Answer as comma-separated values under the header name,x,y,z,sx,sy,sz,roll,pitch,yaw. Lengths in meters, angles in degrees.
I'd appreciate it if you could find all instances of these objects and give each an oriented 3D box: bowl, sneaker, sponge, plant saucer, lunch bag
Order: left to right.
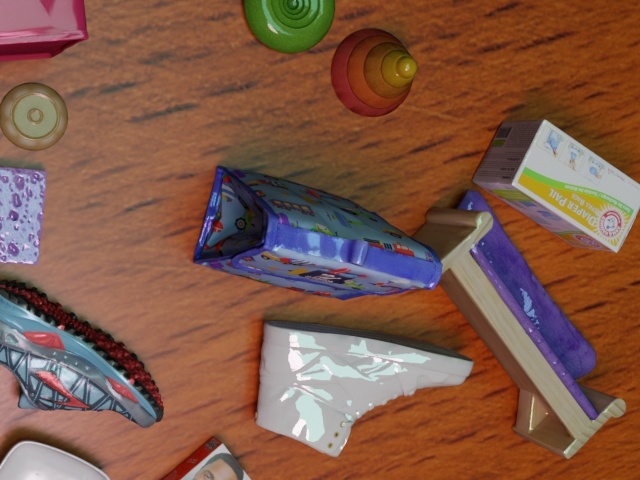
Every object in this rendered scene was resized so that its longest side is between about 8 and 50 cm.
name,x,y,z,sx,sy,sz,roll,pitch,yaw
sponge,-0.436,-0.035,1.360,0.210,0.031,0.117,5,92,-21
plant saucer,-0.349,-0.151,1.395,0.083,0.015,0.083,-2,94,-21
bowl,-0.345,0.321,1.409,0.142,0.053,0.142,30,84,-21
sneaker,-0.314,0.161,1.402,0.262,0.104,0.125,38,98,-15
lunch bag,0.000,0.000,1.392,0.221,0.293,0.138,15,88,-21
sneaker,0.054,0.208,1.536,0.293,0.108,0.169,8,92,-12

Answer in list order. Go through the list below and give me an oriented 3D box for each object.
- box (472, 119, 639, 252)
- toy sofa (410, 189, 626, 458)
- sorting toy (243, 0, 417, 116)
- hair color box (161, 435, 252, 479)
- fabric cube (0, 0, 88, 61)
name,x,y,z,sx,sy,sz,roll,pitch,yaw
box,0.339,-0.076,1.616,0.203,0.114,0.103,30,83,-22
toy sofa,0.273,0.108,1.584,0.177,0.150,0.362,-41,107,-13
sorting toy,-0.002,-0.292,1.462,0.366,0.126,0.127,36,81,-20
hair color box,-0.167,0.329,1.484,0.141,0.043,0.072,-40,107,-15
fabric cube,-0.408,-0.325,1.229,0.254,0.259,0.258,-7,96,-22
